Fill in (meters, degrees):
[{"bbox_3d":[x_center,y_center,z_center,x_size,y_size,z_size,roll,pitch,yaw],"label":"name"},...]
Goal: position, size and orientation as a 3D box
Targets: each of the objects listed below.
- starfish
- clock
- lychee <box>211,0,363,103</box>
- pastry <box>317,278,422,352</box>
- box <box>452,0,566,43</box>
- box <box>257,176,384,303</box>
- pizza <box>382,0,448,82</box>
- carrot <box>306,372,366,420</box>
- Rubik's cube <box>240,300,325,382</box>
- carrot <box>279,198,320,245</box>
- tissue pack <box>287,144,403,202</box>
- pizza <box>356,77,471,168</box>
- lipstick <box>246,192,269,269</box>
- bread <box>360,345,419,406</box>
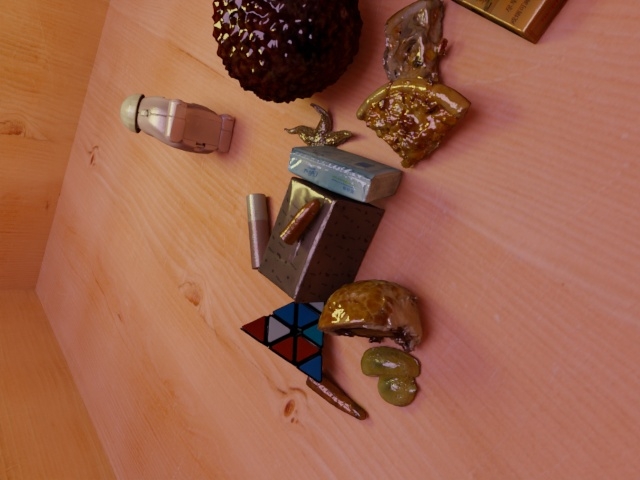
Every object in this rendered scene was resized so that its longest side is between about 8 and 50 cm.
[{"bbox_3d":[-0.009,-0.300,1.481,0.277,0.062,0.235,14,95,36],"label":"starfish"},{"bbox_3d":[-0.541,-0.444,1.820,0.326,0.342,0.184,22,96,34],"label":"clock"},{"bbox_3d":[-0.085,-0.614,1.339,0.500,0.425,0.424,-37,62,51],"label":"lychee"},{"bbox_3d":[0.120,0.175,1.221,0.256,0.237,0.170,-6,65,44],"label":"pastry"},{"bbox_3d":[0.426,-0.590,1.086,0.274,0.076,0.174,50,118,34],"label":"box"},{"bbox_3d":[0.000,0.000,1.339,0.190,0.225,0.297,35,109,39],"label":"box"},{"bbox_3d":[0.243,-0.474,1.252,0.189,0.071,0.296,-1,92,40],"label":"pizza"},{"bbox_3d":[0.050,0.450,1.378,0.210,0.061,0.061,29,106,37],"label":"carrot"},{"bbox_3d":[-0.123,0.297,1.388,0.284,0.234,0.250,-50,39,30],"label":"Rubik's cube"},{"bbox_3d":[-0.049,-0.052,1.206,0.139,0.048,0.048,-51,55,23],"label":"carrot"},{"bbox_3d":[0.064,-0.184,1.297,0.263,0.177,0.089,23,114,30],"label":"tissue pack"},{"bbox_3d":[0.223,-0.293,1.214,0.336,0.086,0.226,13,114,44],"label":"pizza"},{"bbox_3d":[-0.211,-0.031,1.646,0.070,0.070,0.254,-15,77,42],"label":"lipstick"},{"bbox_3d":[0.169,0.360,1.266,0.188,0.065,0.149,5,95,41],"label":"bread"}]
